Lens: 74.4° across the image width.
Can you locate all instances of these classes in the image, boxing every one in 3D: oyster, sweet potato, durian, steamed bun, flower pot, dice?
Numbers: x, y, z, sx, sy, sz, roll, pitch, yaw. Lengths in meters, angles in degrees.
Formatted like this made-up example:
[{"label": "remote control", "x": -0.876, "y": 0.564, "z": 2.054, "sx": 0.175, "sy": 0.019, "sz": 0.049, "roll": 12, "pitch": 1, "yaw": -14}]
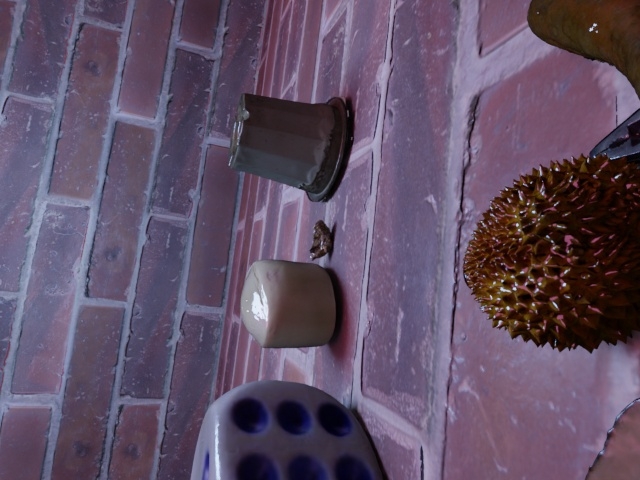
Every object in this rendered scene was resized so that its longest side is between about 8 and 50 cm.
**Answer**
[{"label": "oyster", "x": 0.000, "y": 0.000, "z": 1.004, "sx": 0.038, "sy": 0.081, "sz": 0.083, "roll": 18, "pitch": 134, "yaw": 48}, {"label": "sweet potato", "x": 0.243, "y": -0.176, "z": 0.348, "sx": 0.273, "sy": 0.076, "sz": 0.075, "roll": -88, "pitch": 18, "yaw": -50}, {"label": "durian", "x": 0.198, "y": 0.015, "z": 0.359, "sx": 0.168, "sy": 0.137, "sz": 0.158, "roll": -33, "pitch": 30, "yaw": 54}, {"label": "steamed bun", "x": -0.076, "y": 0.128, "z": 0.956, "sx": 0.250, "sy": 0.200, "sz": 0.154, "roll": -130, "pitch": 53, "yaw": -61}, {"label": "flower pot", "x": -0.092, "y": -0.252, "z": 1.078, "sx": 0.290, "sy": 0.260, "sz": 0.289, "roll": -173, "pitch": 90, "yaw": -71}, {"label": "dice", "x": -0.073, "y": 0.450, "z": 0.712, "sx": 0.304, "sy": 0.277, "sz": 0.304, "roll": -114, "pitch": 39, "yaw": -62}]

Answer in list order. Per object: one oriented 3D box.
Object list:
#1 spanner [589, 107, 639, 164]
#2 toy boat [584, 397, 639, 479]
[{"label": "spanner", "x": 0.310, "y": -0.126, "z": 0.240, "sx": 0.325, "sy": 0.040, "sz": 0.095, "roll": 138, "pitch": 137, "yaw": -59}, {"label": "toy boat", "x": 0.246, "y": 0.157, "z": 0.262, "sx": 0.116, "sy": 0.061, "sz": 0.188, "roll": -124, "pitch": 46, "yaw": -63}]
